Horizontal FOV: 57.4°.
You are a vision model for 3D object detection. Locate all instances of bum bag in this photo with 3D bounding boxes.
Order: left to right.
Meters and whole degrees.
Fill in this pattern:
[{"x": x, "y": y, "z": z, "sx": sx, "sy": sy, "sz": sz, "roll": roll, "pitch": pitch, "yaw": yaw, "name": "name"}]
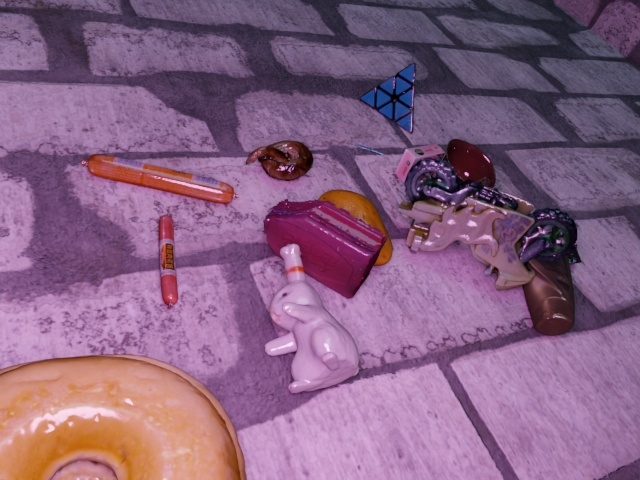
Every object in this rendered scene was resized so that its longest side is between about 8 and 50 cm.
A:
[{"x": 0.672, "y": 0.024, "z": 1.586, "sx": 0.057, "sy": 0.034, "sz": 0.124, "roll": 13, "pitch": 41, "yaw": 4, "name": "bum bag"}]

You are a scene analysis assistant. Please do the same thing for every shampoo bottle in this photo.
[{"x": 0.555, "y": 0.082, "z": 1.442, "sx": 0.125, "sy": 0.084, "sz": 0.350, "roll": 16, "pitch": 42, "yaw": -3, "name": "shampoo bottle"}]

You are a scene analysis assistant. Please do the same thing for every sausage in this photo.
[{"x": -0.356, "y": -0.138, "z": 1.312, "sx": 0.347, "sy": 0.053, "sz": 0.053, "roll": 12, "pitch": 43, "yaw": -11, "name": "sausage"}, {"x": -0.306, "y": 0.036, "z": 1.169, "sx": 0.034, "sy": 0.034, "sz": 0.253, "roll": 2, "pitch": 46, "yaw": -21, "name": "sausage"}]

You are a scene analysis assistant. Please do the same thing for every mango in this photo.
[{"x": 0.084, "y": -0.032, "z": 1.343, "sx": 0.147, "sy": 0.109, "sz": 0.227, "roll": -22, "pitch": 58, "yaw": -40, "name": "mango"}]

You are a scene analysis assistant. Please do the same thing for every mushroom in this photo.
[{"x": -0.103, "y": -0.199, "z": 1.463, "sx": 0.170, "sy": 0.080, "sz": 0.135, "roll": -1, "pitch": 34, "yaw": -22, "name": "mushroom"}]

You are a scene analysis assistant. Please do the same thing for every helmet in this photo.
[{"x": 0.389, "y": -0.189, "z": 1.628, "sx": 0.175, "sy": 0.106, "sz": 0.155, "roll": 37, "pitch": 52, "yaw": -12, "name": "helmet"}]

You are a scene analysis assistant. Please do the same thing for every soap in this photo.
[{"x": 0.000, "y": 0.000, "z": 1.244, "sx": 0.250, "sy": 0.162, "sz": 0.099, "roll": 30, "pitch": 48, "yaw": 11, "name": "soap"}]

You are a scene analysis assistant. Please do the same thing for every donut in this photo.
[{"x": -0.306, "y": 0.326, "z": 0.743, "sx": 0.448, "sy": 0.198, "sz": 0.449, "roll": 13, "pitch": 43, "yaw": -12, "name": "donut"}]

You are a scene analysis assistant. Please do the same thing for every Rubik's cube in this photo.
[{"x": 0.221, "y": -0.453, "z": 1.893, "sx": 0.178, "sy": 0.211, "sz": 0.190, "roll": 4, "pitch": 7, "yaw": 10, "name": "Rubik's cube"}]

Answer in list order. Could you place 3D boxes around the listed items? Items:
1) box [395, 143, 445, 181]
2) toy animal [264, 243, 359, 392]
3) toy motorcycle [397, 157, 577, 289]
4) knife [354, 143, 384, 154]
[{"x": 0.278, "y": -0.217, "z": 1.633, "sx": 0.125, "sy": 0.089, "sz": 0.043, "roll": -16, "pitch": 54, "yaw": -33, "name": "box"}, {"x": -0.043, "y": 0.146, "z": 1.090, "sx": 0.138, "sy": 0.140, "sz": 0.282, "roll": -11, "pitch": 54, "yaw": -42, "name": "toy animal"}, {"x": 0.373, "y": -0.030, "z": 1.375, "sx": 0.410, "sy": 0.237, "sz": 0.169, "roll": 26, "pitch": 27, "yaw": 8, "name": "toy motorcycle"}, {"x": 0.141, "y": -0.263, "z": 1.685, "sx": 0.091, "sy": 0.005, "sz": 0.014, "roll": 19, "pitch": 40, "yaw": -2, "name": "knife"}]
